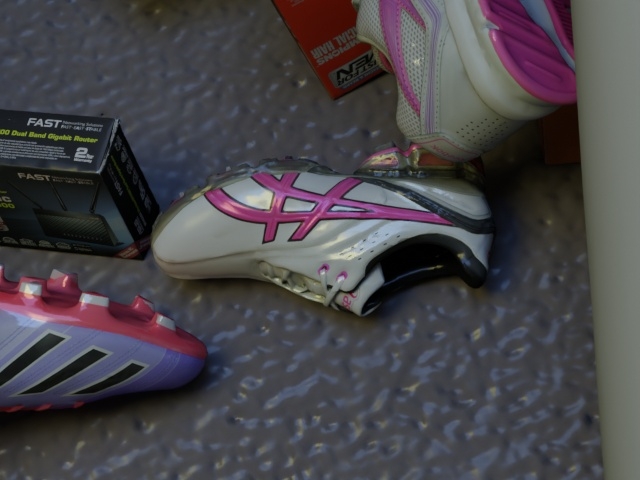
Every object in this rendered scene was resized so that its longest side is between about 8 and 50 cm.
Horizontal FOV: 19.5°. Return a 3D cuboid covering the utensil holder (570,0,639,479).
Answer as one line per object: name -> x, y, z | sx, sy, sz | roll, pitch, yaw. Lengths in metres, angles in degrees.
utensil holder -> 0.267, -0.003, 0.772 | 0.327, 0.327, 0.385 | -4, 67, 10

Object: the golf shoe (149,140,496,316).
golf shoe -> 0.000, 0.000, 0.992 | 0.186, 0.067, 0.086 | -10, 59, 6

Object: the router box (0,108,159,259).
router box -> -0.159, -0.032, 1.031 | 0.122, 0.092, 0.038 | 5, 60, 15

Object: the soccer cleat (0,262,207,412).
soccer cleat -> -0.182, 0.059, 0.957 | 0.248, 0.083, 0.095 | 11, 95, -22

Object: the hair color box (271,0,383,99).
hair color box -> -0.015, -0.163, 1.034 | 0.053, 0.167, 0.093 | -31, 56, 4

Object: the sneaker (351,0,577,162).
sneaker -> 0.063, -0.146, 0.989 | 0.111, 0.103, 0.252 | -41, 39, 36

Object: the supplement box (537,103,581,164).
supplement box -> 0.154, -0.160, 1.054 | 0.078, 0.080, 0.233 | -4, 59, 8
